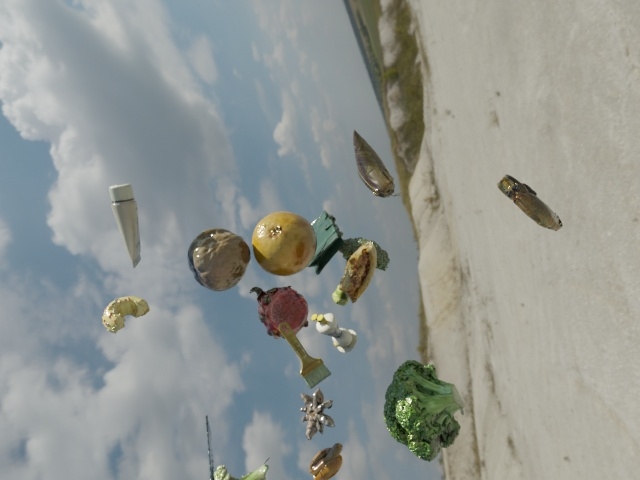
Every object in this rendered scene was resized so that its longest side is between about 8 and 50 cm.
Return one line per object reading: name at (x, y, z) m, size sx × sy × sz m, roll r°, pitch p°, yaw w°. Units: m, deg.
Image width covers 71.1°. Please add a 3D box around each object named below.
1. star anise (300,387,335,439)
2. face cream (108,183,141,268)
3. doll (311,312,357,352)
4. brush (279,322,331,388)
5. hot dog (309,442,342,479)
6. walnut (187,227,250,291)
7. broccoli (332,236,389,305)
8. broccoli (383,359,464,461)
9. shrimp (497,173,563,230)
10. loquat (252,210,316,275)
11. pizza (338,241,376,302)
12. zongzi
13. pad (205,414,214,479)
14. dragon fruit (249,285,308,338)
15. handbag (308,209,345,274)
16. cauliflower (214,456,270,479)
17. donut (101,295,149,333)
star anise at (-0.019, 0.829, 2.141) m, size 0.093 × 0.229 × 0.236 m, roll 32°, pitch -104°, yaw -52°
face cream at (-0.736, -0.058, 1.711) m, size 0.143 × 0.089 × 0.314 m, roll -134°, pitch 38°, yaw -71°
doll at (0.071, 0.426, 2.071) m, size 0.293 × 0.138 × 0.119 m, roll 43°, pitch -115°, yaw -35°
brush at (-0.058, 0.345, 1.378) m, size 0.218 × 0.083 × 0.010 m, roll 56°, pitch 158°, yaw 4°
hot dog at (0.026, 0.753, 1.520) m, size 0.090 × 0.140 × 0.060 m, roll 52°, pitch 170°, yaw 37°
walnut at (-0.389, 0.073, 1.733) m, size 0.248 × 0.249 × 0.248 m, roll -17°, pitch -90°, yaw -78°
broccoli at (0.153, 0.149, 2.173) m, size 0.252 × 0.361 × 0.221 m, roll 28°, pitch -161°, yaw -45°
broccoli at (0.397, 0.652, 1.749) m, size 0.413 × 0.310 × 0.321 m, roll 42°, pitch 177°, yaw -33°
shrimp at (0.644, -0.124, 1.367) m, size 0.253 × 0.058 × 0.173 m, roll 40°, pitch -146°, yaw -6°
loquat at (-0.145, 0.013, 1.772) m, size 0.263 × 0.263 × 0.262 m, roll -17°, pitch -90°, yaw -78°
pizza at (0.136, 0.119, 1.590) m, size 0.134 × 0.271 × 0.056 m, roll -4°, pitch -143°, yaw -43°
zongzi at (0.159, -0.230, 1.361) m, size 0.184 × 0.084 × 0.187 m, roll 64°, pitch 178°, yaw -35°
pad at (-0.374, 0.765, 1.536) m, size 0.269 × 0.012 × 0.269 m, roll 102°, pitch 157°, yaw -51°
dragon fruit at (-0.155, 0.283, 1.777) m, size 0.282 × 0.211 × 0.147 m, roll 38°, pitch 173°, yaw -17°
handbag at (-0.001, 0.000, 2.194) m, size 0.089 × 0.238 × 0.326 m, roll 34°, pitch -164°, yaw -23°
cauliflower at (-0.312, 1.026, 1.837) m, size 0.238 × 0.315 × 0.256 m, roll 59°, pitch 165°, yaw -22°
donut at (-0.689, 0.244, 1.555) m, size 0.166 × 0.108 × 0.065 m, roll -42°, pitch -28°, yaw -55°
